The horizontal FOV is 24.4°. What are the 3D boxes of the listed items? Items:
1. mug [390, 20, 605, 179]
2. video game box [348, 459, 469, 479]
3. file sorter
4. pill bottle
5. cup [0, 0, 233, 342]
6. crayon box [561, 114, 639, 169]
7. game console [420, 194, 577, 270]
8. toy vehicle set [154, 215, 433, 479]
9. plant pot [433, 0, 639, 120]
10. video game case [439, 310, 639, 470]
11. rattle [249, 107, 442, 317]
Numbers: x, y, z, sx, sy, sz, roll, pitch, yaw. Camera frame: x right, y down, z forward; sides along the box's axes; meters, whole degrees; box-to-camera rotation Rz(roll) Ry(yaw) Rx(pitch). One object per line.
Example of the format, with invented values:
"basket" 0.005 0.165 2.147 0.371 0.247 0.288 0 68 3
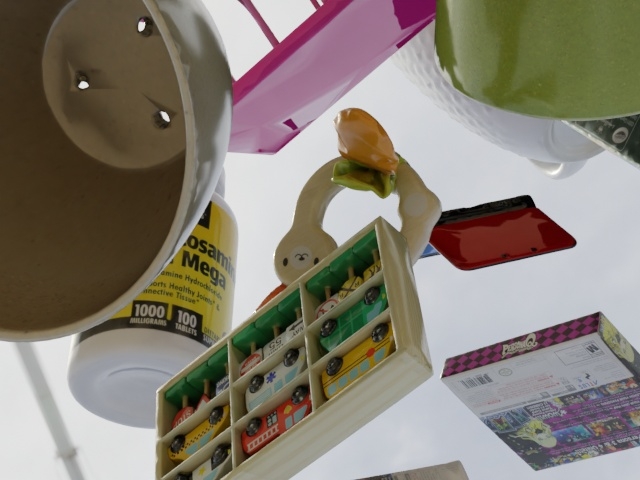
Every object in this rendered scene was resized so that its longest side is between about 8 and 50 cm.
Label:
"mug" 0.250 -0.227 1.824 0.276 0.374 0.328 -32 -127 -10
"video game box" 0.086 0.324 1.489 0.187 0.048 0.205 -5 -138 -16
"file sorter" -0.039 -0.250 1.568 0.291 0.202 0.182 -39 -105 22
"pill bottle" -0.196 0.043 1.796 0.188 0.188 0.333 -6 -127 10
"cup" -0.198 -0.113 1.159 0.331 0.331 0.237 3 -164 21
"crayon box" 0.427 -0.071 1.497 0.323 0.083 0.203 21 -168 -20
"game console" 0.160 0.010 1.482 0.144 0.124 0.085 -11 -114 -27
"toy vehicle set" -0.030 0.115 1.192 0.267 0.035 0.166 -38 -148 21
"plant pot" 0.220 -0.298 1.261 0.275 0.293 0.274 -6 -144 5
"video game case" 0.299 0.189 1.803 0.232 0.210 0.041 -22 -145 38
"rattle" 0.000 0.000 1.245 0.200 0.143 0.130 -40 -98 3
